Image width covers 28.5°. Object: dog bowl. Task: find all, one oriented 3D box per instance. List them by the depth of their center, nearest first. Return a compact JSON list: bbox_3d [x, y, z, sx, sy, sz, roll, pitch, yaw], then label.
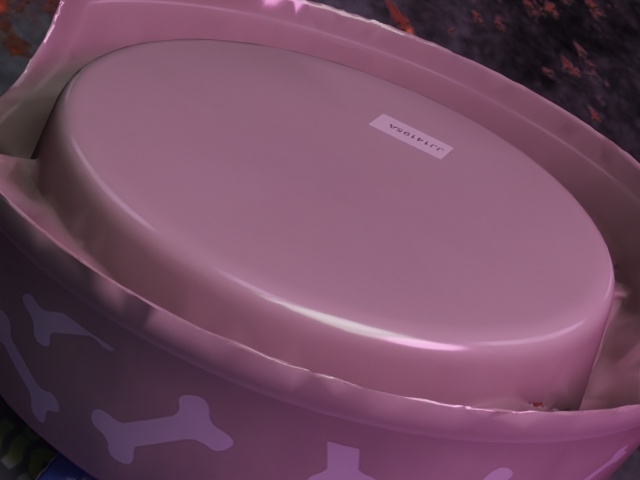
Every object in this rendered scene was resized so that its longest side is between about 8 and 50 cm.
[{"bbox_3d":[0.000,0.000,0.559,0.348,0.102,0.349,17,28,-9],"label":"dog bowl"}]

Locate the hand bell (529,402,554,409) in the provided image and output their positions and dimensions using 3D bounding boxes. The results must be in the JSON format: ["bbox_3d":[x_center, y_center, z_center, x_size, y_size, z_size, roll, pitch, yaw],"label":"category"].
[{"bbox_3d":[0.100,0.112,0.643,0.126,0.126,0.242,45,38,4],"label":"hand bell"}]

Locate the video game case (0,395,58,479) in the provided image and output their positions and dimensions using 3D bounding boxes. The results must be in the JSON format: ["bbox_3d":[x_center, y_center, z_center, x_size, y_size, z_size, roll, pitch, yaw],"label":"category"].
[{"bbox_3d":[-0.110,0.131,0.550,0.190,0.022,0.173,35,51,-5],"label":"video game case"}]

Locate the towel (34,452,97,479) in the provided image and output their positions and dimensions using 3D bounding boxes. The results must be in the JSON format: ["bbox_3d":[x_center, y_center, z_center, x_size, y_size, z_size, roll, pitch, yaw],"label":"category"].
[{"bbox_3d":[-0.024,0.248,0.472,0.336,0.040,0.243,40,68,-1],"label":"towel"}]
